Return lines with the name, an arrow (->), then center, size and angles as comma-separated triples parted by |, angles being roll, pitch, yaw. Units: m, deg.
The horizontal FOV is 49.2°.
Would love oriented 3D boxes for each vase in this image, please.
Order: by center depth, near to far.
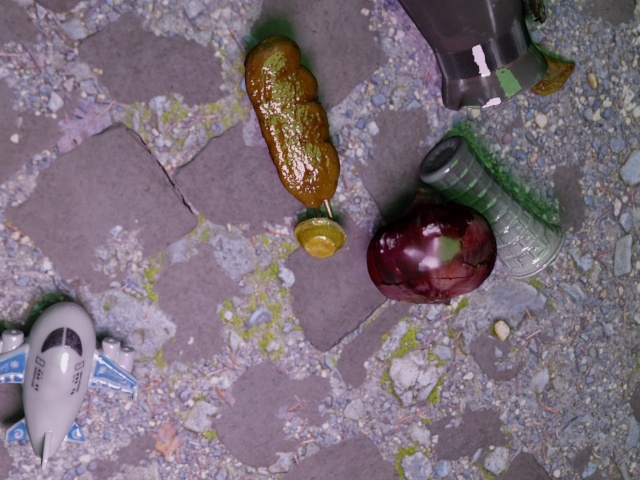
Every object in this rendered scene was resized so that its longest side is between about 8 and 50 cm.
vase -> 0.329, -0.067, 1.362 | 0.299, 0.143, 0.143 | 40, 86, -21

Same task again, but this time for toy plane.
toy plane -> -0.433, 0.231, 1.146 | 0.266, 0.122, 0.267 | -4, 101, -21

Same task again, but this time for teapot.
teapot -> 0.257, -0.433, 1.211 | 0.300, 0.253, 0.344 | -49, 125, -35

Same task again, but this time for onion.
onion -> 0.197, 0.008, 1.285 | 0.252, 0.252, 0.219 | -6, 74, -19

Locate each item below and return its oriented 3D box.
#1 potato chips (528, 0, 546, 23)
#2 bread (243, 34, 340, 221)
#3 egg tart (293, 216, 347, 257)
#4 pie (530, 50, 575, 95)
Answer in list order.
potato chips -> 0.379, -0.505, 1.276 | 0.029, 0.202, 0.220 | -15, 92, 17
bread -> -0.040, -0.184, 1.222 | 0.124, 0.084, 0.344 | -23, 110, -8
egg tart -> 0.000, 0.000, 1.276 | 0.105, 0.039, 0.105 | 2, 139, 2
pie -> 0.438, -0.338, 1.396 | 0.169, 0.034, 0.092 | 15, 95, -29
